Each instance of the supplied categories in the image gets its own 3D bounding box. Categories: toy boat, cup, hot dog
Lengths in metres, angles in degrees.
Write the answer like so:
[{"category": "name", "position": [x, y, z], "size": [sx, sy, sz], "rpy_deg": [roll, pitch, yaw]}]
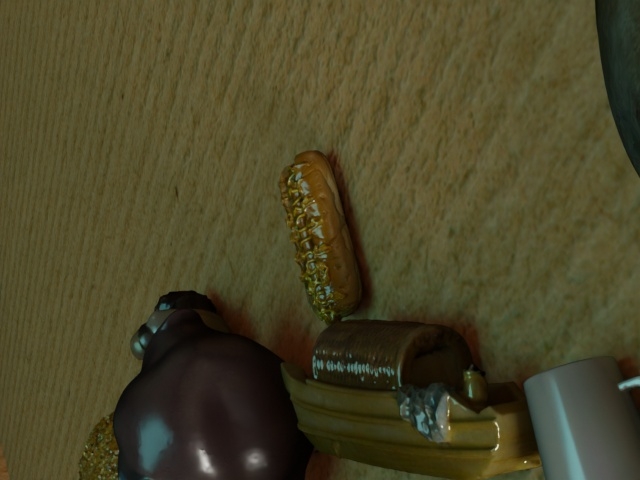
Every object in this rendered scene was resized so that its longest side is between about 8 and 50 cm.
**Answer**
[{"category": "toy boat", "position": [0.062, 0.120, 0.811], "size": [0.310, 0.089, 0.115], "rpy_deg": [-10, 85, 63]}, {"category": "cup", "position": [0.183, 0.130, 0.621], "size": [0.104, 0.074, 0.116], "rpy_deg": [-28, 65, 35]}, {"category": "hot dog", "position": [0.000, 0.000, 0.943], "size": [0.071, 0.045, 0.165], "rpy_deg": [-35, 65, 57]}]

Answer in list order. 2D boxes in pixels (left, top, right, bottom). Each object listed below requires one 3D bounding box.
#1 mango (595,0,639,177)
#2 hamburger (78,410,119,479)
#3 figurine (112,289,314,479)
[{"category": "mango", "position": [0.187, -0.115, 0.440], "size": [0.192, 0.146, 0.316], "rpy_deg": [78, 179, -62]}, {"category": "hamburger", "position": [-0.222, 0.353, 1.301], "size": [0.294, 0.179, 0.275], "rpy_deg": [39, 131, 52]}, {"category": "figurine", "position": [-0.147, 0.163, 1.091], "size": [0.365, 0.206, 0.218], "rpy_deg": [36, 113, 56]}]
